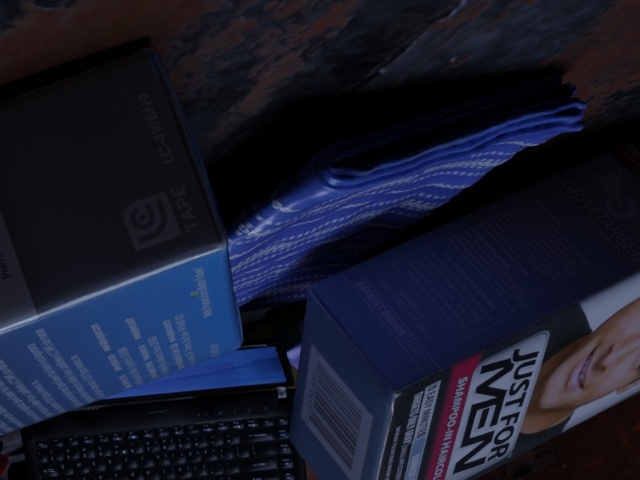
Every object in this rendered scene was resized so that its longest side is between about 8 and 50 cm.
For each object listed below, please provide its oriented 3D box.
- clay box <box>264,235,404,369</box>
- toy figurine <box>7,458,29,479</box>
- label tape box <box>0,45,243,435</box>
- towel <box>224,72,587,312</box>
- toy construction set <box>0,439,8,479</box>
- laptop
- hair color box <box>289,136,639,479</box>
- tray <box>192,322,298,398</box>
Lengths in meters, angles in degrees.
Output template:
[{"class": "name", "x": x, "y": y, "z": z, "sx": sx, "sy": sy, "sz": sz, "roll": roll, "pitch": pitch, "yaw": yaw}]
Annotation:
[{"class": "clay box", "x": 0.066, "y": 0.091, "z": 1.348, "sx": 0.127, "sy": 0.053, "sz": 0.222, "roll": -34, "pitch": 138, "yaw": 13}, {"class": "toy figurine", "x": -0.207, "y": 0.275, "z": 1.497, "sx": 0.148, "sy": 0.213, "sz": 0.209, "roll": -29, "pitch": -172, "yaw": 19}, {"class": "label tape box", "x": -0.220, "y": 0.044, "z": 0.823, "sx": 0.348, "sy": 0.115, "sz": 0.249, "roll": -18, "pitch": 167, "yaw": -6}, {"class": "towel", "x": 0.000, "y": 0.000, "z": 1.076, "sx": 0.243, "sy": 0.040, "sz": 0.336, "roll": -19, "pitch": 168, "yaw": -41}, {"class": "toy construction set", "x": -0.333, "y": 0.230, "z": 1.194, "sx": 0.151, "sy": 0.215, "sz": 0.328, "roll": 40, "pitch": 142, "yaw": -26}, {"class": "laptop", "x": -0.131, "y": 0.185, "z": 1.287, "sx": 0.234, "sy": 0.264, "sz": 0.136, "roll": -5, "pitch": -161, "yaw": 1}, {"class": "hair color box", "x": 0.165, "y": 0.060, "z": 1.235, "sx": 0.374, "sy": 0.113, "sz": 0.185, "roll": -24, "pitch": 145, "yaw": -26}, {"class": "tray", "x": 0.079, "y": 0.083, "z": 1.509, "sx": 0.411, "sy": 0.076, "sz": 0.203, "roll": -19, "pitch": 166, "yaw": -7}]
